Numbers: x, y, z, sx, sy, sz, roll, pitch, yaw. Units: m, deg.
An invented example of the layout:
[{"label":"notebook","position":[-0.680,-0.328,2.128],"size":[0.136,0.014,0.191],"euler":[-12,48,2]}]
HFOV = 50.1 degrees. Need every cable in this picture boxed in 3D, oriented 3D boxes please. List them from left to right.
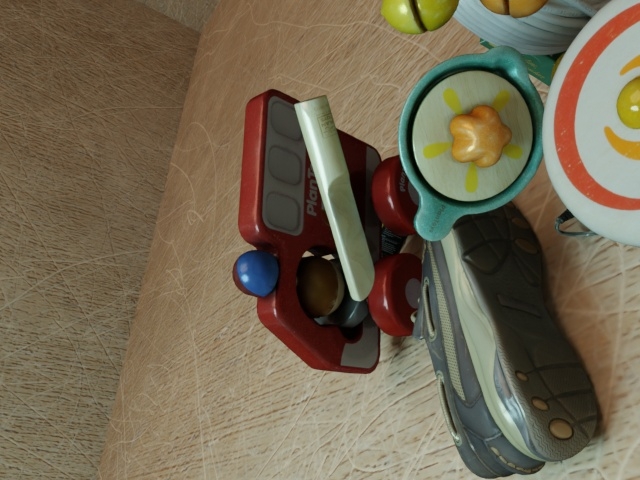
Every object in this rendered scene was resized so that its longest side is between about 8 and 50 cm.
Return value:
[{"label":"cable","position":[0.215,-0.317,0.694],"size":[0.089,0.257,0.257],"euler":[142,139,-69]}]

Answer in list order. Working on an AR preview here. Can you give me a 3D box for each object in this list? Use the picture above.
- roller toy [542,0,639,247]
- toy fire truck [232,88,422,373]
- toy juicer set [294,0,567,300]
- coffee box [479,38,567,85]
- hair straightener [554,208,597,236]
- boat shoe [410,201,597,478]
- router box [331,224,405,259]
[{"label":"roller toy","position":[0.265,-0.085,0.481],"size":[0.209,0.146,0.191],"euler":[29,109,57]},{"label":"toy fire truck","position":[0.000,0.000,0.814],"size":[0.169,0.254,0.302],"euler":[-10,70,44]},{"label":"toy juicer set","position":[0.105,-0.118,0.578],"size":[0.329,0.209,0.089],"euler":[-39,16,-2]},{"label":"coffee box","position":[0.245,-0.281,0.774],"size":[0.040,0.113,0.184],"euler":[-17,56,59]},{"label":"hair straightener","position":[0.286,-0.096,0.609],"size":[0.230,0.047,0.089],"euler":[-60,25,19]},{"label":"boat shoe","position":[0.143,0.063,0.677],"size":[0.130,0.132,0.355],"euler":[-49,29,36]},{"label":"router box","position":[0.066,-0.024,1.014],"size":[0.133,0.046,0.179],"euler":[-63,24,9]}]
